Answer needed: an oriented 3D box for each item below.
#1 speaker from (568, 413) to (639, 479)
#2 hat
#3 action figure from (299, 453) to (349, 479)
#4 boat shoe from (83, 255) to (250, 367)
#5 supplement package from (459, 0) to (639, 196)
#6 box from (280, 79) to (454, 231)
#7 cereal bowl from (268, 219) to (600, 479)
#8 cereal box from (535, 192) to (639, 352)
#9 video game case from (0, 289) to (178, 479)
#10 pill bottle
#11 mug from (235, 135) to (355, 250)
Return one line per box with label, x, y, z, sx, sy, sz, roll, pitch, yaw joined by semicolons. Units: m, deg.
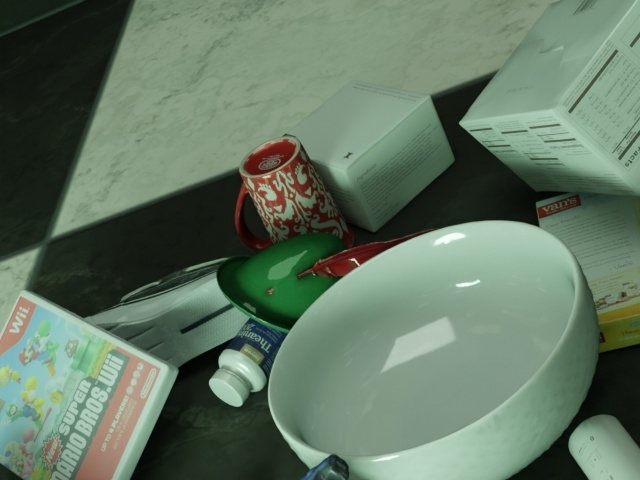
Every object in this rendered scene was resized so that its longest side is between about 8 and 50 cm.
speaker;0.272;0.216;0.842;0.055;0.055;0.136;-27;33;0
hat;0.000;0.000;1.164;0.173;0.208;0.184;-109;39;-58
action figure;-0.047;0.369;0.822;0.341;0.178;0.330;-46;18;27
boat shoe;-0.223;0.122;1.289;0.335;0.121;0.119;-21;15;4
supplement package;0.316;-0.174;1.107;0.204;0.145;0.262;-52;13;-5
box;0.062;-0.128;1.403;0.182;0.119;0.181;-41;36;-20
cereal bowl;0.123;0.135;0.963;0.339;0.141;0.339;-23;26;12
cereal box;0.340;0.017;1.073;0.173;0.047;0.240;-16;34;18
video game case;-0.318;0.198;1.179;0.285;0.025;0.204;20;83;35
pill bottle;-0.083;0.143;1.181;0.067;0.067;0.120;6;45;40
mug;-0.051;-0.041;1.317;0.150;0.169;0.113;-25;34;2
